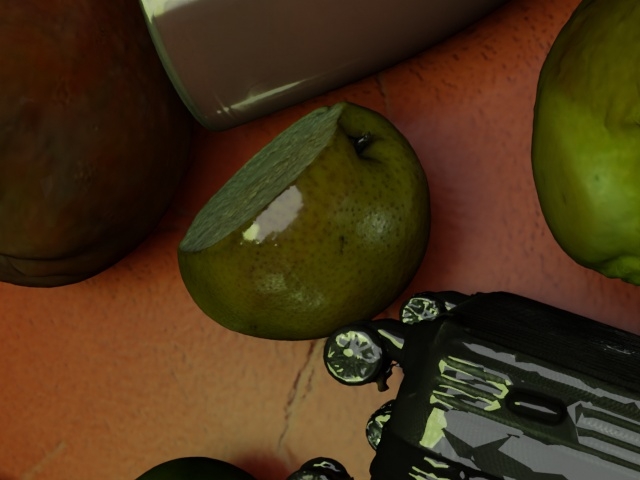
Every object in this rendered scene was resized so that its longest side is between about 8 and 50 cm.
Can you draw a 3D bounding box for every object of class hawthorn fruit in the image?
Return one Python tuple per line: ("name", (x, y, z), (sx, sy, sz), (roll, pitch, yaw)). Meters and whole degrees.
("hawthorn fruit", (-0.161, -0.101, 0.731), (0.199, 0.199, 0.251), (7, 61, 15))

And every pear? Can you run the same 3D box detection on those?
("pear", (0.000, 0.000, 0.698), (0.104, 0.141, 0.141), (44, 95, -13))

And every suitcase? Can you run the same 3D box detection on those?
("suitcase", (0.157, 0.121, 0.607), (0.312, 0.202, 0.128), (18, 98, 15))

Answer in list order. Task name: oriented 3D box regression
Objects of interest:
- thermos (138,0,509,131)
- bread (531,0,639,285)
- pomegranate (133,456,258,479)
("thermos", (0.039, -0.167, 0.684), (0.265, 0.176, 0.146), (-17, 81, 13))
("bread", (0.264, -0.105, 0.564), (0.376, 0.208, 0.251), (-43, 34, 1))
("pomegranate", (-0.056, 0.212, 0.694), (0.191, 0.131, 0.152), (45, 89, -8))
